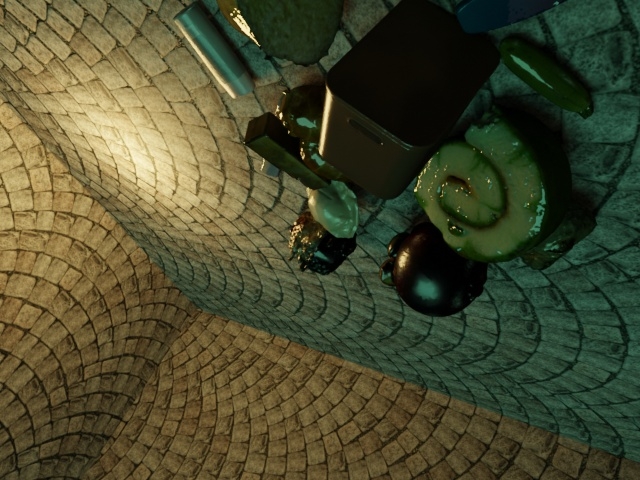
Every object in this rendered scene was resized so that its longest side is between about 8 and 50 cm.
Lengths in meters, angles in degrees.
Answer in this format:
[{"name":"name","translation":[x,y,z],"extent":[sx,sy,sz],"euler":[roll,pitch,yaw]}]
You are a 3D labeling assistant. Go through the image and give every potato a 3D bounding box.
[{"name":"potato","translation":[-0.119,-0.544,1.001],"extent":[0.237,0.300,0.289],"euler":[33,125,39]}]

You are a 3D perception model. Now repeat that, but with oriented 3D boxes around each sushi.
[{"name":"sushi","translation":[-0.004,-0.003,1.746],"extent":[0.218,0.238,0.225],"euler":[42,134,-13]}]

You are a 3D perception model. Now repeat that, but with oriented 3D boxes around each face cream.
[{"name":"face cream","translation":[-0.296,-0.527,1.328],"extent":[0.107,0.073,0.269],"euler":[6,144,45]}]

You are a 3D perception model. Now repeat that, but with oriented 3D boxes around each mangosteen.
[{"name":"mangosteen","translation":[0.349,0.077,1.488],"extent":[0.347,0.307,0.307],"euler":[27,157,42]}]

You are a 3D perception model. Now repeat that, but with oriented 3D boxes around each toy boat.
[{"name":"toy boat","translation":[0.384,-0.452,0.835],"extent":[0.299,0.062,0.096],"euler":[-4,136,46]}]

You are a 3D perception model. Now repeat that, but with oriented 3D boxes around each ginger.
[{"name":"ginger","translation":[0.062,-0.294,1.310],"extent":[0.274,0.152,0.357],"euler":[-10,136,23]}]

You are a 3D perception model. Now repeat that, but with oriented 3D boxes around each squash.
[{"name":"squash","translation":[0.466,-0.329,0.955],"extent":[0.252,0.066,0.066],"euler":[32,152,-7]}]

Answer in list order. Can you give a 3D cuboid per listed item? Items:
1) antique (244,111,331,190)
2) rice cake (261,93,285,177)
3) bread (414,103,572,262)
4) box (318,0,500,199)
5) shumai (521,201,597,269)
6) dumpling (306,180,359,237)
[{"name":"antique","translation":[-0.089,-0.264,1.455],"extent":[0.093,0.087,0.310],"euler":[-14,148,38]},{"name":"rice cake","translation":[-0.132,-0.324,1.514],"extent":[0.070,0.064,0.399],"euler":[22,152,-4]},{"name":"bread","translation":[0.396,-0.136,1.130],"extent":[0.366,0.129,0.382],"euler":[34,135,43]},{"name":"box","translation":[0.172,-0.287,0.995],"extent":[0.239,0.339,0.229],"euler":[36,157,9]},{"name":"shumai","translation":[0.576,-0.043,1.243],"extent":[0.218,0.189,0.256],"euler":[40,171,18]},{"name":"dumpling","translation":[0.054,-0.127,1.580],"extent":[0.193,0.147,0.258],"euler":[-29,87,48]}]
